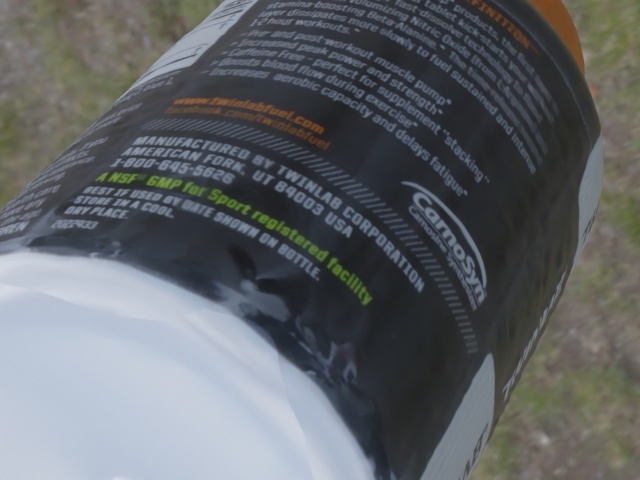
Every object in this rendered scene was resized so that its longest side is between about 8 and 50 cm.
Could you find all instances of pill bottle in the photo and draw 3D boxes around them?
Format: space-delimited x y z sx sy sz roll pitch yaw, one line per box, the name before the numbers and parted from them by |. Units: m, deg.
pill bottle | 0.000 0.000 0.479 0.130 0.246 0.130 12 124 18
